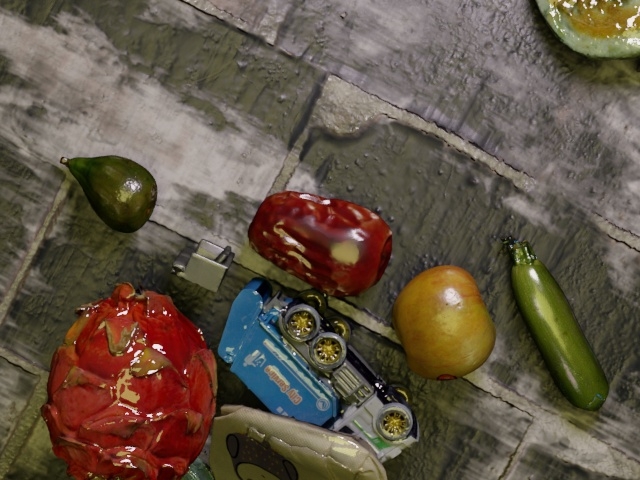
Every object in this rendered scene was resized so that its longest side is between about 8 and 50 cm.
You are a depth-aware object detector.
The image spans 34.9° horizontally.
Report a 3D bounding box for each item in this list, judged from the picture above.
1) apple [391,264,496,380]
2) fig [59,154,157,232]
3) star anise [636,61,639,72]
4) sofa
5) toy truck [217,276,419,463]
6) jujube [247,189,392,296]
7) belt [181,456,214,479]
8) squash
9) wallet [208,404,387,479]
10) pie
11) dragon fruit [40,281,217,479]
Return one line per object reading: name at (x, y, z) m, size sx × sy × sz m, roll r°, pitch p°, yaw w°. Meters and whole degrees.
apple at (0.194, 0.134, 1.630) m, size 0.155 × 0.182 × 0.182 m, roll -23°, pitch 95°, yaw 9°
fig at (-0.342, -0.095, 1.648) m, size 0.177 × 0.117 × 0.117 m, roll 38°, pitch 94°, yaw 18°
star anise at (0.607, -0.358, 1.634) m, size 0.229 × 0.093 × 0.236 m, roll -17°, pitch 91°, yaw 7°
sofa at (-0.185, 0.030, 1.628) m, size 0.085 × 0.147 × 0.060 m, roll 23°, pitch 98°, yaw -3°
toy truck at (-0.004, 0.214, 1.651) m, size 0.175 × 0.146 × 0.367 m, roll -43°, pitch 91°, yaw 11°
jujube at (0.000, 0.000, 1.627) m, size 0.230 × 0.155 × 0.155 m, roll 23°, pitch 94°, yaw 2°
belt at (-0.230, 0.426, 1.692) m, size 0.105 × 0.058 × 0.140 m, roll 11°, pitch 103°, yaw 19°
squash at (0.382, 0.137, 1.676) m, size 0.087 × 0.087 × 0.331 m, roll -26°, pitch 93°, yaw 2°
wallet at (-0.033, 0.372, 1.607) m, size 0.335 × 0.068 × 0.275 m, roll 15°, pitch 134°, yaw 16°
pie at (0.477, -0.419, 1.592) m, size 0.302 × 0.067 × 0.302 m, roll -1°, pitch 86°, yaw 20°
dragon fruit at (-0.295, 0.246, 1.586) m, size 0.277 × 0.277 × 0.342 m, roll 15°, pitch 70°, yaw -2°
